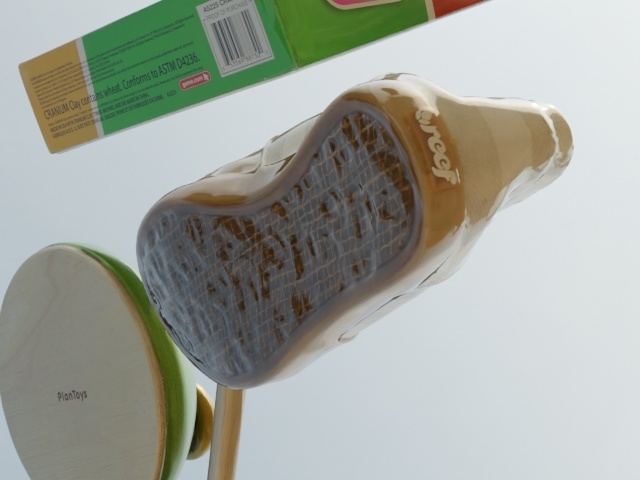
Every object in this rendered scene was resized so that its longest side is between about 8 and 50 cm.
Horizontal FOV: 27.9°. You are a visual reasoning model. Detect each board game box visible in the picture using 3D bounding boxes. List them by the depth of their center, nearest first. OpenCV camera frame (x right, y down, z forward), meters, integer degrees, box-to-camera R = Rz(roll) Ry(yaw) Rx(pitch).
[{"bbox_3d":[-0.004,-0.152,0.858,0.317,0.242,0.064,-28,-79,-45],"label":"board game box"}]

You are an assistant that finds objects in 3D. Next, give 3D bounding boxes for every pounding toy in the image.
[{"bbox_3d":[-0.098,0.095,0.817,0.110,0.237,0.182,-10,-64,-44],"label":"pounding toy"}]

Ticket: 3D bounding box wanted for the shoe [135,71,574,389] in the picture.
[{"bbox_3d":[0.000,0.000,0.423,0.058,0.219,0.076,-23,-91,-30],"label":"shoe"}]
